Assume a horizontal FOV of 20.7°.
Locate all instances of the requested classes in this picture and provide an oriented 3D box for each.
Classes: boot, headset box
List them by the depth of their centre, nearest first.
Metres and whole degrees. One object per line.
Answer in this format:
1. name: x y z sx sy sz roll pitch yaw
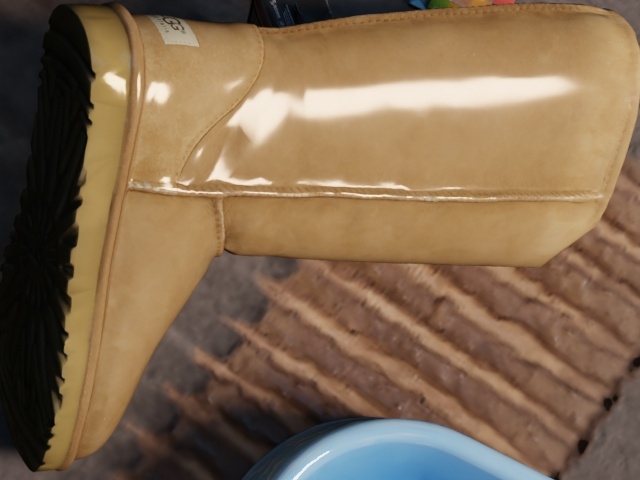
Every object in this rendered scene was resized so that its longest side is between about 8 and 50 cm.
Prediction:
1. boot: 0.000 0.000 0.804 0.269 0.236 0.089 -1 34 -27
2. headset box: -0.011 -0.088 0.850 0.032 0.083 0.062 -17 75 -12

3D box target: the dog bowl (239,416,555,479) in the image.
1. dog bowl: 0.088 0.182 0.778 0.297 0.074 0.166 26 71 3

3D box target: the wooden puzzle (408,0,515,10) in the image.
1. wooden puzzle: 0.078 -0.134 0.916 0.049 0.006 0.083 26 71 2
